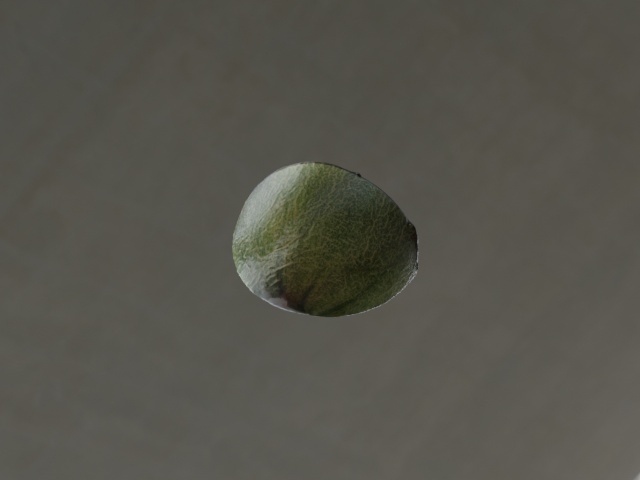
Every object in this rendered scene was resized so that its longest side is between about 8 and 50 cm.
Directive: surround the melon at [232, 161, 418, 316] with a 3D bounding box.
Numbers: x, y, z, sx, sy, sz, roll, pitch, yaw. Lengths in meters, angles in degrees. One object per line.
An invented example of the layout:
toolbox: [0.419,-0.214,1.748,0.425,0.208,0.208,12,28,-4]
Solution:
melon: [0.000,0.000,1.301,0.128,0.160,0.079,-61,-11,-45]
